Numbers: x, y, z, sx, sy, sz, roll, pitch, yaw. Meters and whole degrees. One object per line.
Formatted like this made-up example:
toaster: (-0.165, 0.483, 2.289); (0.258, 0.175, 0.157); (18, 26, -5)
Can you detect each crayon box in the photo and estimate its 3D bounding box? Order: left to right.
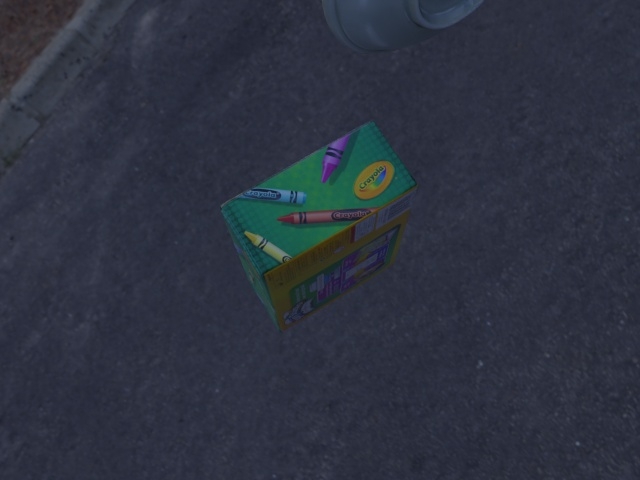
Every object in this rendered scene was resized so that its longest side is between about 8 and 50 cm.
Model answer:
crayon box: (0.000, 0.000, 0.830); (0.165, 0.278, 0.081); (-30, 75, -9)

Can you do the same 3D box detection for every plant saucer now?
plant saucer: (0.185, -0.425, 1.150); (0.400, 0.400, 0.100); (-44, 66, 2)
